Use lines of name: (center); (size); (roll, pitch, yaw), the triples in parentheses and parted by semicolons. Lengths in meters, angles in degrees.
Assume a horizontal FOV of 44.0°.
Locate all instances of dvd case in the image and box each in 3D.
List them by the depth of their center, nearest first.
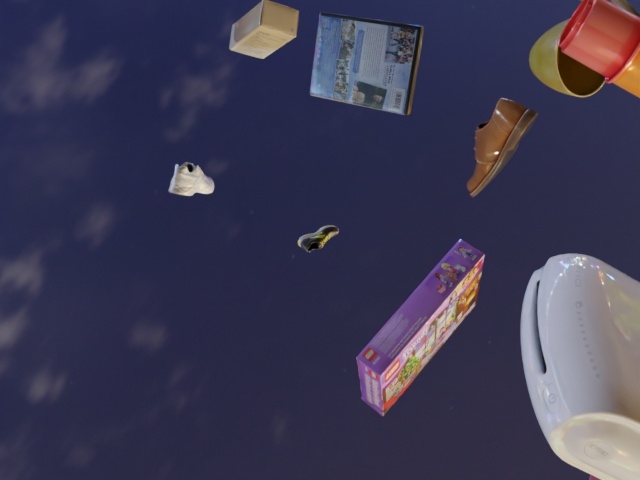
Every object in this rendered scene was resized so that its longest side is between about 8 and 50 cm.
dvd case: (0.092, -0.375, 1.668); (0.253, 0.180, 0.022); (18, -161, 32)

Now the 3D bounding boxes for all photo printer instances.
photo printer: (0.354, 0.159, 0.861); (0.308, 0.107, 0.256); (28, -142, -12)

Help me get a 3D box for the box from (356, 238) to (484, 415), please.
box: (0.181, 0.159, 1.416); (0.057, 0.201, 0.293); (35, -112, 24)

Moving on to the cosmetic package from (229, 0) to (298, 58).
cosmetic package: (-0.083, -0.306, 1.153); (0.060, 0.115, 0.041); (10, -100, -29)

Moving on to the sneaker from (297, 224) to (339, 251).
sneaker: (0.000, 0.000, 1.507); (0.083, 0.031, 0.035); (-24, -133, -11)

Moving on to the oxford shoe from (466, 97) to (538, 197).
oxford shoe: (0.290, -0.158, 1.344); (0.076, 0.212, 0.076); (36, -130, 12)

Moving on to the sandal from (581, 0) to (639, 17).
sandal: (0.496, -0.469, 1.400); (0.303, 0.086, 0.120); (27, -127, -30)

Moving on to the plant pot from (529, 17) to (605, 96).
plant pot: (0.416, -0.314, 1.356); (0.134, 0.095, 0.134); (-6, -78, -29)

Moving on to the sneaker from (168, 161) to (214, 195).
sneaker: (-0.248, -0.123, 1.567); (0.054, 0.152, 0.061); (11, -81, 14)

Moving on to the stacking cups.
stacking cups: (0.393, -0.145, 0.800); (0.316, 0.096, 0.096); (27, -120, -2)

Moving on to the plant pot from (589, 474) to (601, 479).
plant pot: (0.504, 0.332, 1.084); (0.201, 0.201, 0.180); (-27, -135, -23)
